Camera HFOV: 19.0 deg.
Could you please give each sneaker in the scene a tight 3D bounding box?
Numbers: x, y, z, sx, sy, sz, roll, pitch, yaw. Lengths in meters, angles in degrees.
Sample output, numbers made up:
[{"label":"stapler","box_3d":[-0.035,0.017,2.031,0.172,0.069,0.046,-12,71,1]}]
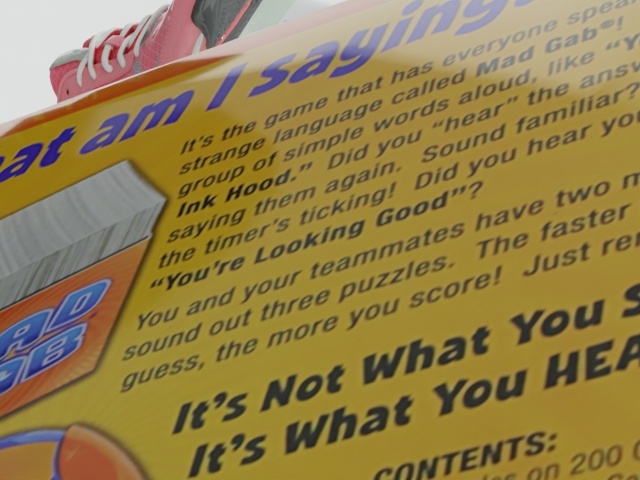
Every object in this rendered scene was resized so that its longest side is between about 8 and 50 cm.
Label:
[{"label":"sneaker","box_3d":[-0.143,-0.114,1.446,0.116,0.136,0.314,-56,177,-40]}]

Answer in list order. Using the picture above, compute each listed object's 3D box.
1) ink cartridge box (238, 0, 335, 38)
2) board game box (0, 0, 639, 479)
[{"label":"ink cartridge box","box_3d":[0.000,0.000,0.924,0.211,0.121,0.289,-57,-162,1]},{"label":"board game box","box_3d":[0.024,0.179,0.491,0.356,0.356,0.356,59,27,-29]}]
